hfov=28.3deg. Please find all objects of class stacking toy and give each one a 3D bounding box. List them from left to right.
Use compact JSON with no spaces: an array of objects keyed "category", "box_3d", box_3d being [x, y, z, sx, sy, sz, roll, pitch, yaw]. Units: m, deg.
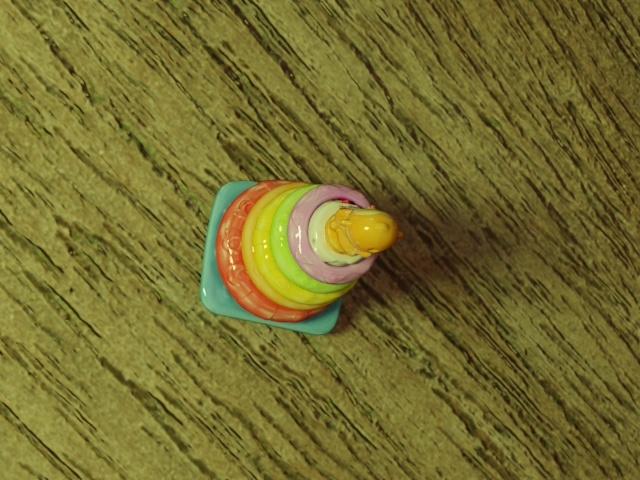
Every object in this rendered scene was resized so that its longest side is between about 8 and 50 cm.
[{"category":"stacking toy","box_3d":[0.000,0.000,1.338,0.175,0.302,0.165,13,78,-21]}]
